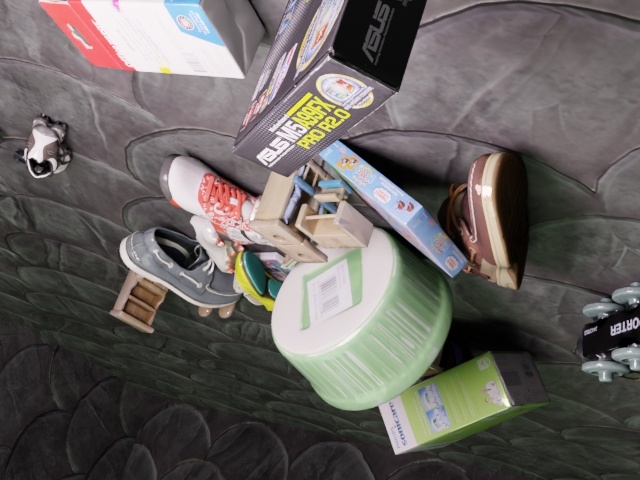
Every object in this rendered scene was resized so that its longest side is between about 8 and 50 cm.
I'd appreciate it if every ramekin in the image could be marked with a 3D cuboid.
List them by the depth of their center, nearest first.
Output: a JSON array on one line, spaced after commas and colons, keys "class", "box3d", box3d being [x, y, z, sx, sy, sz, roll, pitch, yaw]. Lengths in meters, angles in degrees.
[{"class": "ramekin", "box3d": [0.060, 0.121, 1.504, 0.303, 0.303, 0.148, -4, 142, 46]}]

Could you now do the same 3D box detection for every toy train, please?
[{"class": "toy train", "box3d": [0.545, 0.145, 1.377, 0.190, 0.142, 0.334, 11, 159, -13]}]

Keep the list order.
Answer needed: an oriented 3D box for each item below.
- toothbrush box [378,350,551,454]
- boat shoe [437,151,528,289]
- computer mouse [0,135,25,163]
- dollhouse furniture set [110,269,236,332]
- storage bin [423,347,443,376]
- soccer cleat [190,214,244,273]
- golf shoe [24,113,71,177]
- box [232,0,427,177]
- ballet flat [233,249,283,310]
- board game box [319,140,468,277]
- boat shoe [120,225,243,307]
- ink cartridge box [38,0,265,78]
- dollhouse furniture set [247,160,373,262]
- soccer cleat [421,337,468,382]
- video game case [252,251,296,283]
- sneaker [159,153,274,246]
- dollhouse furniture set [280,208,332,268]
[{"class": "toothbrush box", "box3d": [0.297, 0.335, 1.825, 0.283, 0.122, 0.206, -33, 156, 29]}, {"class": "boat shoe", "box3d": [0.223, -0.023, 1.246, 0.123, 0.123, 0.342, 10, 164, 19]}, {"class": "computer mouse", "box3d": [-0.594, -0.188, 1.663, 0.071, 0.041, 0.242, 15, 168, 35]}, {"class": "dollhouse furniture set", "box3d": [-0.349, 0.124, 2.042, 0.242, 0.161, 0.212, -1, 151, 43]}, {"class": "storage bin", "box3d": [0.102, 0.193, 1.879, 0.260, 0.123, 0.262, 24, 159, -14]}, {"class": "soccer cleat", "box3d": [-0.205, 0.003, 1.766, 0.076, 0.068, 0.196, 28, 162, 19]}, {"class": "golf shoe", "box3d": [-0.501, -0.150, 1.588, 0.077, 0.094, 0.198, 19, 161, -4]}, {"class": "box", "box3d": [0.026, -0.207, 0.735, 0.060, 0.270, 0.216, 24, 159, -17]}, {"class": "ballet flat", "box3d": [-0.135, 0.094, 1.835, 0.077, 0.077, 0.231, -13, 149, 21]}, {"class": "board game box", "box3d": [0.102, -0.049, 1.251, 0.211, 0.039, 0.160, 42, 179, 43]}, {"class": "boat shoe", "box3d": [-0.268, 0.055, 1.870, 0.099, 0.116, 0.319, -31, 139, 33]}, {"class": "ink cartridge box", "box3d": [-0.200, -0.267, 1.049, 0.231, 0.078, 0.134, 9, 157, 25]}, {"class": "dollhouse furniture set", "box3d": [0.013, -0.048, 1.340, 0.183, 0.129, 0.129, -1, 152, 42]}, {"class": "soccer cleat", "box3d": [0.306, 0.297, 2.026, 0.116, 0.109, 0.318, -7, 153, -4]}, {"class": "video game case", "box3d": [-0.100, 0.065, 1.881, 0.157, 0.019, 0.143, -2, 151, 45]}, {"class": "sneaker", "box3d": [-0.148, -0.067, 1.497, 0.144, 0.090, 0.270, 6, 159, 28]}, {"class": "dollhouse furniture set", "box3d": [0.000, 0.000, 1.519, 0.058, 0.076, 0.151, 32, 136, -18]}]
